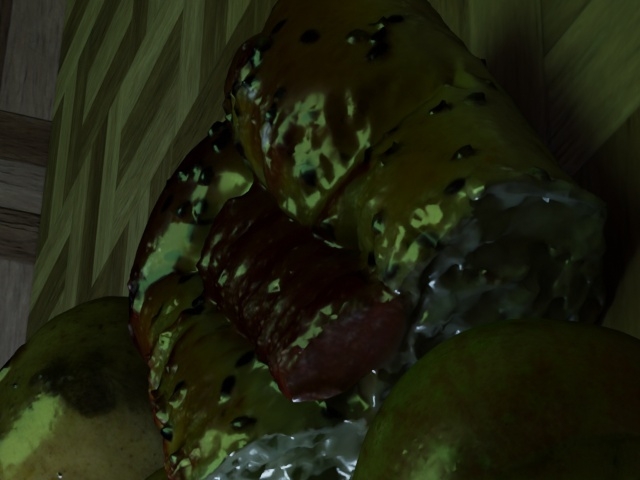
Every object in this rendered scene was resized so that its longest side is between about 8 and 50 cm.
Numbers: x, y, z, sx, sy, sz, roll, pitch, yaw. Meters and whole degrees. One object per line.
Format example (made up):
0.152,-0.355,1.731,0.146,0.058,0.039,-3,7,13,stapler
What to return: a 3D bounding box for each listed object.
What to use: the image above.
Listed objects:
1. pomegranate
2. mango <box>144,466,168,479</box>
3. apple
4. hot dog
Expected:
-0.196,0.189,1.589,0.281,0.281,0.281,-168,90,-73,pomegranate
-0.082,0.287,1.257,0.199,0.221,0.384,-37,10,19,mango
0.105,0.129,0.802,0.196,0.196,0.196,-168,90,-73,apple
0.000,0.000,1.133,0.367,0.196,0.365,-55,29,25,hot dog
